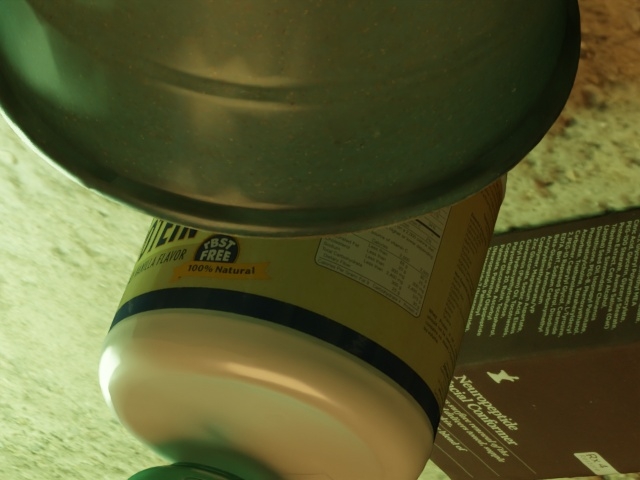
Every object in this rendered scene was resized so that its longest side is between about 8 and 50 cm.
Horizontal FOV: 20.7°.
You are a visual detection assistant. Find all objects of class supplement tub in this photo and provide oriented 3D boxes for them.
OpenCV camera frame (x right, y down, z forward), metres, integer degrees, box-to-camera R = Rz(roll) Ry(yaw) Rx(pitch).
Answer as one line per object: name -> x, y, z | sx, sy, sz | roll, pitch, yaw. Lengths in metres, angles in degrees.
supplement tub -> 0.000, 0.000, 1.201 | 0.228, 0.316, 0.228 | 14, 151, 8

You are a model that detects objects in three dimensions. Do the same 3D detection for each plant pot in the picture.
plant pot -> -0.014, -0.234, 0.851 | 0.341, 0.341, 0.334 | 15, 142, 7

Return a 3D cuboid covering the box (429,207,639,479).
box -> 0.225, 0.089, 1.405 | 0.381, 0.143, 0.191 | -13, 137, 40

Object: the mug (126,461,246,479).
mug -> -0.079, 0.205, 1.171 | 0.129, 0.097, 0.158 | 31, 150, -21
